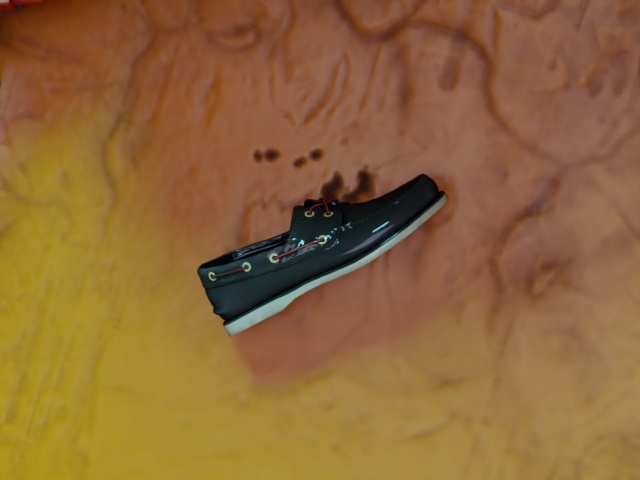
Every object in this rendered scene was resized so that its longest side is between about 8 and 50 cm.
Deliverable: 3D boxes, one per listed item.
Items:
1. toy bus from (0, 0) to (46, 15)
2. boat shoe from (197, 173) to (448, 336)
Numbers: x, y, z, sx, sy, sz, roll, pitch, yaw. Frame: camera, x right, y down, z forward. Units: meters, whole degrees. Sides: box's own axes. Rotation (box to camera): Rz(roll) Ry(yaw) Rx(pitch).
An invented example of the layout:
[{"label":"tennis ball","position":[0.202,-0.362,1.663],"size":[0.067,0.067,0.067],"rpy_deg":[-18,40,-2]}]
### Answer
[{"label":"toy bus","position":[-0.241,-0.168,0.725],"size":[0.211,0.149,0.220],"rpy_deg":[-7,89,-2]},{"label":"boat shoe","position":[0.000,0.000,0.725],"size":[0.133,0.049,0.042],"rpy_deg":[-28,95,16]}]
